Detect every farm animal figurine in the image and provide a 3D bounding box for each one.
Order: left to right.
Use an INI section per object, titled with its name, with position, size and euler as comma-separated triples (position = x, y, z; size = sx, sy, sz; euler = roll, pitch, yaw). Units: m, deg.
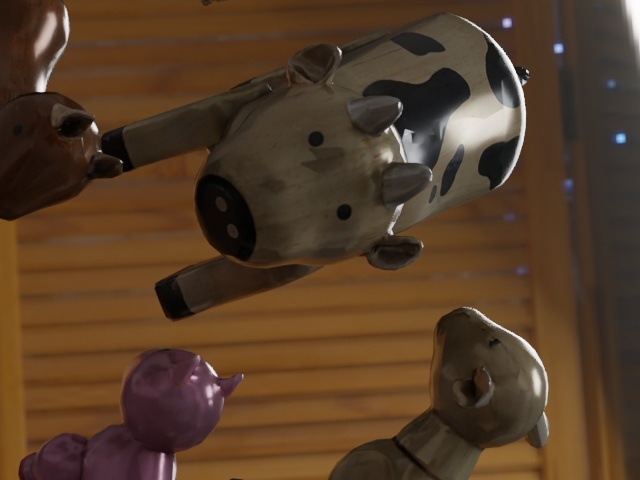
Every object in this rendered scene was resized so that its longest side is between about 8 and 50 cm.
[farm animal figurine]
position = 0.000, 0.000, 0.633
size = 0.172, 0.330, 0.327
euler = -16, 25, 36
